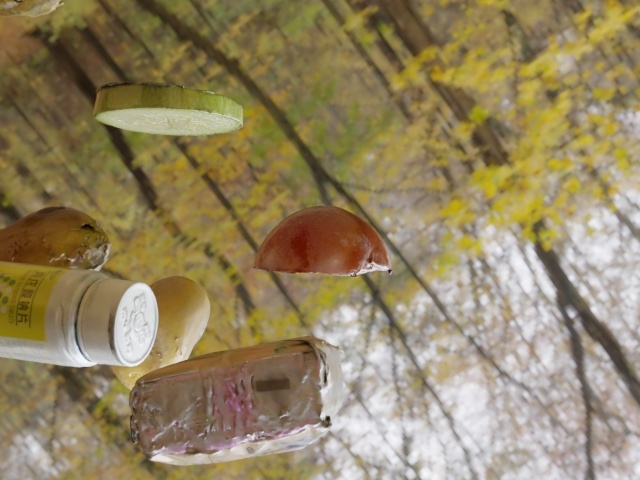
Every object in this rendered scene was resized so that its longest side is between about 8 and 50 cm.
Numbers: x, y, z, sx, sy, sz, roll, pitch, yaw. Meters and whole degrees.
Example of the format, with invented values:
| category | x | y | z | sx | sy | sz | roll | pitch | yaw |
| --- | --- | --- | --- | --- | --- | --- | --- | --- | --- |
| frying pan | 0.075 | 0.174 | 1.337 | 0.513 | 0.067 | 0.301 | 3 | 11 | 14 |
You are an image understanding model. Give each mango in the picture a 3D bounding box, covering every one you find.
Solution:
| category | x | y | z | sx | sy | sz | roll | pitch | yaw |
| --- | --- | --- | --- | --- | --- | --- | --- | --- | --- |
| mango | -0.451 | 0.033 | 1.951 | 0.249 | 0.151 | 0.156 | -19 | 156 | 18 |

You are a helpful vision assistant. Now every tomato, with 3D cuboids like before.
| category | x | y | z | sx | sy | sz | roll | pitch | yaw |
| --- | --- | --- | --- | --- | --- | --- | --- | --- | --- |
| tomato | 0.000 | 0.000 | 1.957 | 0.228 | 0.112 | 0.199 | 0 | -177 | 16 |

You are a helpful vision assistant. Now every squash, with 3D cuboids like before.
| category | x | y | z | sx | sy | sz | roll | pitch | yaw |
| --- | --- | --- | --- | --- | --- | --- | --- | --- | --- |
| squash | -0.218 | -0.183 | 1.763 | 0.219 | 0.219 | 0.041 | -10 | -107 | 63 |

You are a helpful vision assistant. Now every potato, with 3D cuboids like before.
| category | x | y | z | sx | sy | sz | roll | pitch | yaw |
| --- | --- | --- | --- | --- | --- | --- | --- | --- | --- |
| potato | -0.255 | 0.142 | 1.931 | 0.150 | 0.146 | 0.234 | -32 | -165 | 27 |

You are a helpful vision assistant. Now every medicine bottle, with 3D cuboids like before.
| category | x | y | z | sx | sy | sz | roll | pitch | yaw |
| --- | --- | --- | --- | --- | --- | --- | --- | --- | --- |
| medicine bottle | -0.374 | 0.108 | 1.744 | 0.258 | 0.143 | 0.143 | 5 | -148 | 21 |

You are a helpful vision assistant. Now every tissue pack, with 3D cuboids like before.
| category | x | y | z | sx | sy | sz | roll | pitch | yaw |
| --- | --- | --- | --- | --- | --- | --- | --- | --- | --- |
| tissue pack | -0.080 | 0.178 | 1.345 | 0.215 | 0.123 | 0.256 | -10 | 173 | 3 |

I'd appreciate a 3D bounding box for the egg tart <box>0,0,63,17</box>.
| category | x | y | z | sx | sy | sz | roll | pitch | yaw |
| --- | --- | --- | --- | --- | --- | --- | --- | --- | --- |
| egg tart | -0.370 | -0.380 | 1.338 | 0.107 | 0.290 | 0.291 | -20 | 180 | -40 |
